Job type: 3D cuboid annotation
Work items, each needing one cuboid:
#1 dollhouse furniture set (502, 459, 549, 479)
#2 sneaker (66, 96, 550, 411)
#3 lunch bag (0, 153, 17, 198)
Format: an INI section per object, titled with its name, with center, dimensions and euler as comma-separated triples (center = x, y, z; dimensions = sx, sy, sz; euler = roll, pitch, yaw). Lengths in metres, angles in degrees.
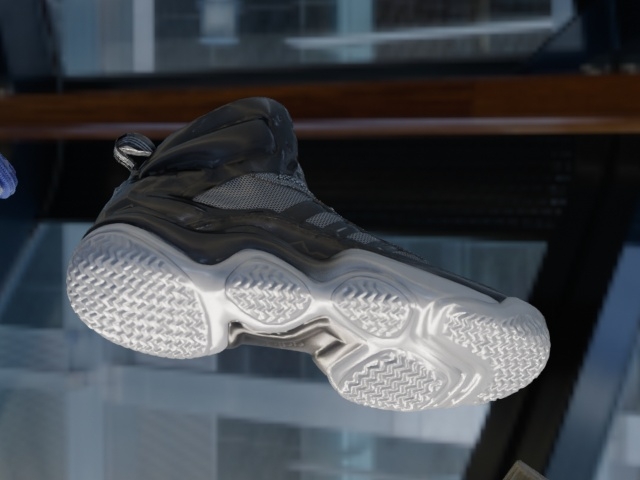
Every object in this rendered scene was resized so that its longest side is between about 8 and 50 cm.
[dollhouse furniture set]
center = 0.106, 0.235, 0.557
dimensions = 0.242, 0.161, 0.212
euler = 34, -164, 5
[sneaker]
center = 0.000, 0.000, 0.869
dimensions = 0.268, 0.153, 0.101
euler = 11, 136, -6
[lunch bag]
center = -0.291, -0.098, 0.779
dimensions = 0.243, 0.115, 0.303
euler = 25, 161, 33
